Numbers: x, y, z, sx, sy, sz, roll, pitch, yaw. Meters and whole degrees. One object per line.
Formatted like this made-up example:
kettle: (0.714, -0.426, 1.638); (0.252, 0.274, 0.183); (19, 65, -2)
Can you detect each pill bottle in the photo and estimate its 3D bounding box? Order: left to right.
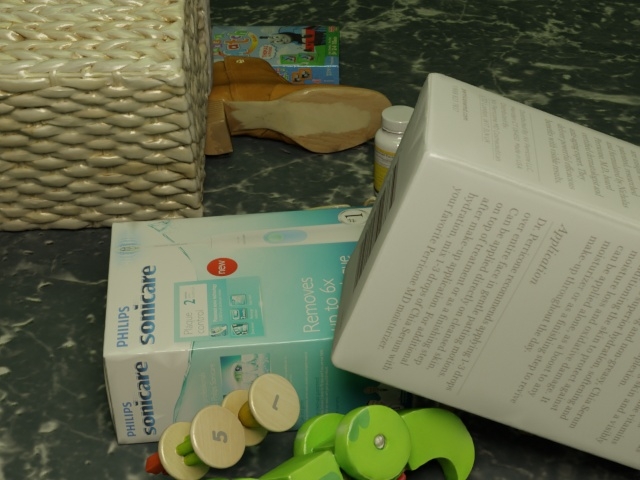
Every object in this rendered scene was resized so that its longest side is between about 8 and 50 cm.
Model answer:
pill bottle: (0.101, -0.111, 1.439); (0.065, 0.116, 0.065); (0, 34, 0)

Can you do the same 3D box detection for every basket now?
basket: (-0.302, -0.200, 1.340); (0.331, 0.328, 0.266); (-1, 58, -2)

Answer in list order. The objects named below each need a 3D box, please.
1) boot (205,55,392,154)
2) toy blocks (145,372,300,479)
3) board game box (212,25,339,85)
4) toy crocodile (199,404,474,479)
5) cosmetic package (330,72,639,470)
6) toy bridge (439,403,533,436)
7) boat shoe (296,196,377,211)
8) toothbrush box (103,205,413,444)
boot: (-0.057, -0.211, 1.606); (0.295, 0.104, 0.211); (-8, 34, -3)
toy blocks: (-0.103, 0.177, 0.993); (0.123, 0.148, 0.054); (-25, 84, -44)
board game box: (-0.075, -0.298, 1.796); (0.211, 0.039, 0.160); (-1, 34, 1)
toy crocodile: (-0.019, 0.225, 0.956); (0.340, 0.105, 0.115); (-24, -2, -30)
cosmetic package: (0.261, 0.052, 0.972); (0.453, 0.230, 0.161); (20, 32, -5)
toy bridge: (0.209, 0.165, 1.102); (0.188, 0.026, 0.063); (13, 33, 19)
boat shoe: (0.000, 0.000, 1.284); (0.285, 0.104, 0.089); (-5, 36, -6)
toothbrush box: (-0.065, 0.080, 1.142); (0.295, 0.126, 0.216); (-4, 37, -3)
